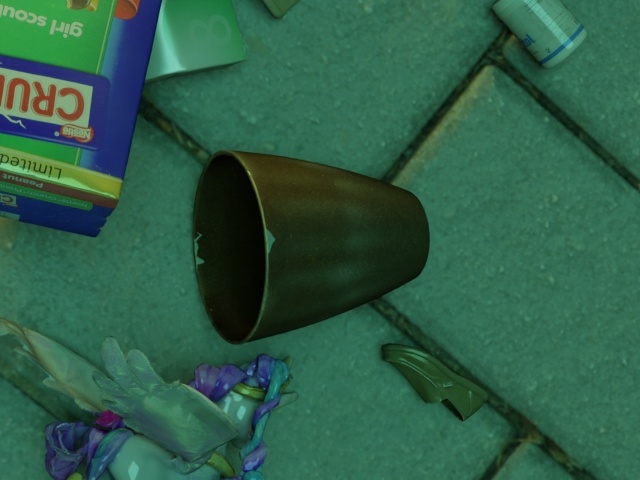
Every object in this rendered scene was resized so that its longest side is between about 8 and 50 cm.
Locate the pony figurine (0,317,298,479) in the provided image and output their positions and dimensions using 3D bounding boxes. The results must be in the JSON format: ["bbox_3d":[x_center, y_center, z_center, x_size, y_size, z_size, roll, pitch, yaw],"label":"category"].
[{"bbox_3d":[-0.194,0.243,1.357,0.351,0.303,0.363,33,77,-41],"label":"pony figurine"}]

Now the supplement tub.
[{"bbox_3d":[0.270,-0.271,1.544,0.071,0.071,0.107,-45,96,-10],"label":"supplement tub"}]

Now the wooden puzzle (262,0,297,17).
[{"bbox_3d":[-0.022,-0.410,1.448,0.239,0.044,0.221,-43,131,-4],"label":"wooden puzzle"}]

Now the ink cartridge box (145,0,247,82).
[{"bbox_3d":[-0.208,-0.269,1.417,0.225,0.056,0.181,-16,92,-35],"label":"ink cartridge box"}]

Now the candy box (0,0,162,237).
[{"bbox_3d":[-0.313,-0.191,1.262,0.268,0.122,0.317,14,66,-15],"label":"candy box"}]

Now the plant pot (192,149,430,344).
[{"bbox_3d":[0.000,0.000,1.425,0.231,0.215,0.215,-4,89,-26],"label":"plant pot"}]

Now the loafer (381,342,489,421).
[{"bbox_3d":[0.134,0.171,1.509,0.148,0.056,0.050,29,77,-9],"label":"loafer"}]
